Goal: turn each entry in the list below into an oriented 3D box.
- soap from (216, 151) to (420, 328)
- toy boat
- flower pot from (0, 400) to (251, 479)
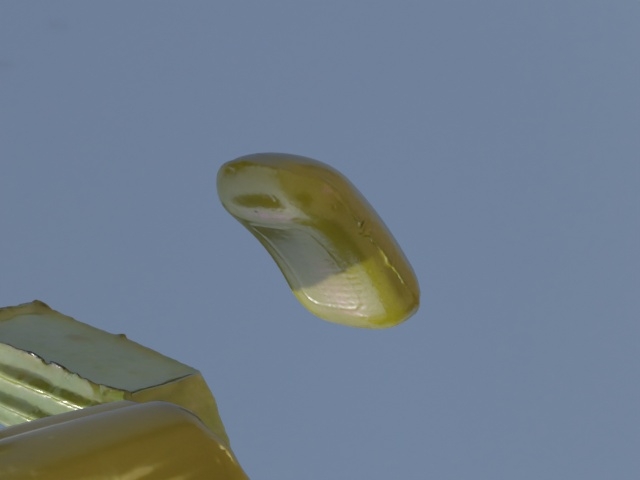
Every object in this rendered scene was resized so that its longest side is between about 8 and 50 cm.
[{"bbox_3d":[0.001,-0.001,0.935,0.140,0.089,0.045,53,-127,-39],"label":"soap"},{"bbox_3d":[-0.177,0.115,1.290,0.111,0.276,0.084,-16,-55,-54],"label":"toy boat"},{"bbox_3d":[-0.102,0.147,0.572,0.179,0.195,0.195,-29,-81,-27],"label":"flower pot"}]
